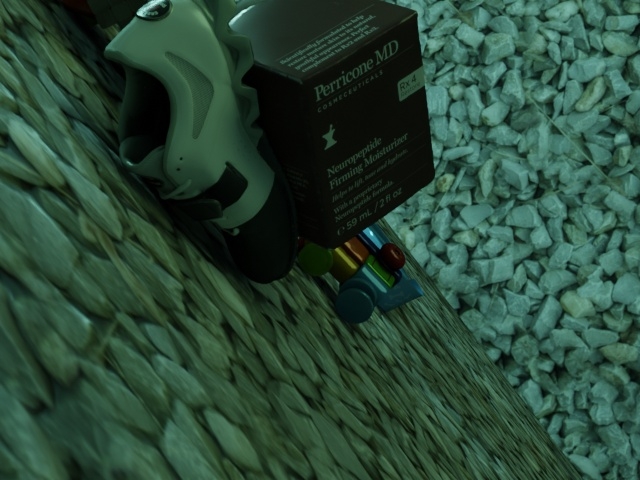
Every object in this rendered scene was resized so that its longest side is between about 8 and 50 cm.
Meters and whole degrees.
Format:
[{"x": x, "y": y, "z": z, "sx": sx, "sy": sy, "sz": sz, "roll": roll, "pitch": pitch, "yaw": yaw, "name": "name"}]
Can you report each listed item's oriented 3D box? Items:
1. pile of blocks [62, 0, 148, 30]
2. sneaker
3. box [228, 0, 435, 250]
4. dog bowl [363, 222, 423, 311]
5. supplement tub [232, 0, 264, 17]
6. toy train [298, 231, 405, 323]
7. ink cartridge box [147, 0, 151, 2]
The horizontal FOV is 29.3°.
[{"x": -0.304, "y": -0.367, "z": 1.527, "sx": 0.149, "sy": 0.113, "sz": 0.362, "roll": 64, "pitch": 1, "yaw": -57, "name": "pile of blocks"}, {"x": -0.124, "y": -0.076, "z": 1.180, "sx": 0.122, "sy": 0.146, "sz": 0.330, "roll": 20, "pitch": -43, "yaw": 44, "name": "sneaker"}, {"x": -0.003, "y": -0.132, "z": 1.264, "sx": 0.167, "sy": 0.168, "sz": 0.203, "roll": 27, "pitch": -40, "yaw": 39, "name": "box"}, {"x": 0.079, "y": 0.015, "z": 2.183, "sx": 0.166, "sy": 0.074, "sz": 0.297, "roll": 46, "pitch": 8, "yaw": -39, "name": "dog bowl"}, {"x": -0.017, "y": -0.208, "z": 1.693, "sx": 0.193, "sy": 0.194, "sz": 0.316, "roll": 54, "pitch": 4, "yaw": 17, "name": "supplement tub"}, {"x": 0.000, "y": 0.000, "z": 1.689, "sx": 0.248, "sy": 0.105, "sz": 0.143, "roll": 46, "pitch": 24, "yaw": -6, "name": "toy train"}, {"x": -0.149, "y": -0.233, "z": 1.450, "sx": 0.307, "sy": 0.072, "sz": 0.303, "roll": -94, "pitch": 172, "yaw": -76, "name": "ink cartridge box"}]
